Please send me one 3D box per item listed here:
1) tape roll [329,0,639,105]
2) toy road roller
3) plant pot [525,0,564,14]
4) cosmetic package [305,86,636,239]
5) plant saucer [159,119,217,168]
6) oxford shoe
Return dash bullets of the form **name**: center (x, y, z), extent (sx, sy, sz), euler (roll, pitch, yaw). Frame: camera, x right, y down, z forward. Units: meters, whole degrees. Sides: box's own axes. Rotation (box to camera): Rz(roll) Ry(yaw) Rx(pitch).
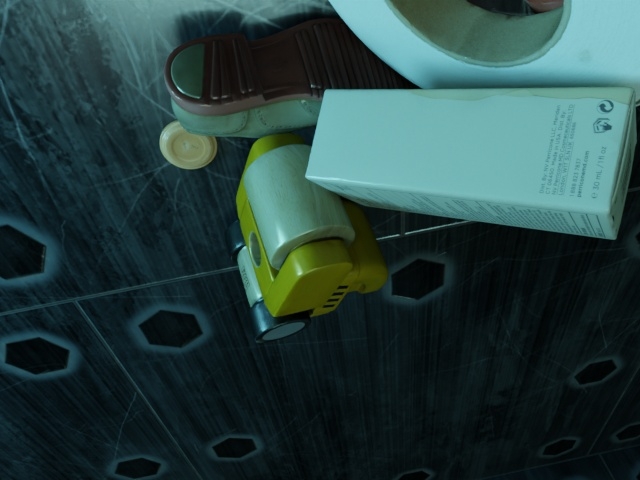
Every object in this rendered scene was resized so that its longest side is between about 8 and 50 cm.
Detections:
- **tape roll**: center (0.145, -0.257, 0.465), extent (0.392, 0.392, 0.072), euler (40, 79, -37)
- **toy road roller**: center (0.000, 0.000, 0.773), extent (0.240, 0.203, 0.330), euler (-11, 155, -23)
- **plant pot**: center (0.244, -0.375, 0.474), extent (0.264, 0.273, 0.272), euler (29, 121, -23)
- **cosmetic package**: center (0.159, -0.086, 0.553), extent (0.309, 0.113, 0.160), euler (12, 178, 32)
- **plant saucer**: center (-0.195, -0.141, 0.746), extent (0.083, 0.013, 0.084), euler (-7, 134, -7)
- **oxford shoe**: center (-0.027, -0.207, 0.679), extent (0.347, 0.123, 0.130), euler (-6, 165, -14)
